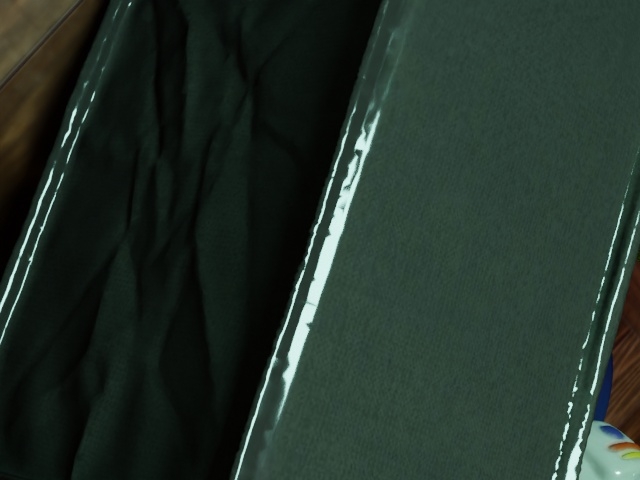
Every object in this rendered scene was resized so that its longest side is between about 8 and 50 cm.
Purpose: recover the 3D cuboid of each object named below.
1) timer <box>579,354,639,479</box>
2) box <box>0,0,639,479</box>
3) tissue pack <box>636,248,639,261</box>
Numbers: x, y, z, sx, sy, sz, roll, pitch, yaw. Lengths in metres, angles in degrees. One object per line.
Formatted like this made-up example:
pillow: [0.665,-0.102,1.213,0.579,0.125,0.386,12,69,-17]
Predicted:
timer: [0.135,0.158,0.776,0.270,0.383,0.270,-14,122,-25]
box: [0.001,0.000,0.620,0.204,0.251,0.345,29,71,-37]
tissue pack: [0.249,-0.097,0.781,0.167,0.275,0.200,-11,120,-28]
